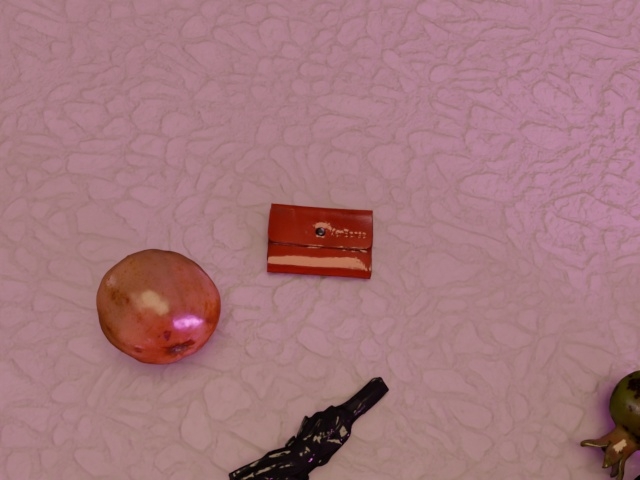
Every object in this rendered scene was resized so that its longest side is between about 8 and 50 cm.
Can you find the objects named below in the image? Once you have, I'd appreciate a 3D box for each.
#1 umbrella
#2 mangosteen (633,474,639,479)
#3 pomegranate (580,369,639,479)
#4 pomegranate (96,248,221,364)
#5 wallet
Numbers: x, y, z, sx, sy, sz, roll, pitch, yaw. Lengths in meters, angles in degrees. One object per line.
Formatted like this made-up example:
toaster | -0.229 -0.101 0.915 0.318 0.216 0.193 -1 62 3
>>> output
umbrella | -0.010 0.348 1.164 0.340 0.118 0.118 -36 75 -26
mangosteen | 0.614 0.475 1.046 0.275 0.302 0.274 4 75 -16
pomegranate | 0.559 0.319 1.188 0.220 0.156 0.156 -37 76 -18
pomegranate | -0.274 0.110 1.174 0.207 0.207 0.207 2 68 -4
wallet | 0.000 0.000 1.325 0.205 0.045 0.142 4 68 -4
